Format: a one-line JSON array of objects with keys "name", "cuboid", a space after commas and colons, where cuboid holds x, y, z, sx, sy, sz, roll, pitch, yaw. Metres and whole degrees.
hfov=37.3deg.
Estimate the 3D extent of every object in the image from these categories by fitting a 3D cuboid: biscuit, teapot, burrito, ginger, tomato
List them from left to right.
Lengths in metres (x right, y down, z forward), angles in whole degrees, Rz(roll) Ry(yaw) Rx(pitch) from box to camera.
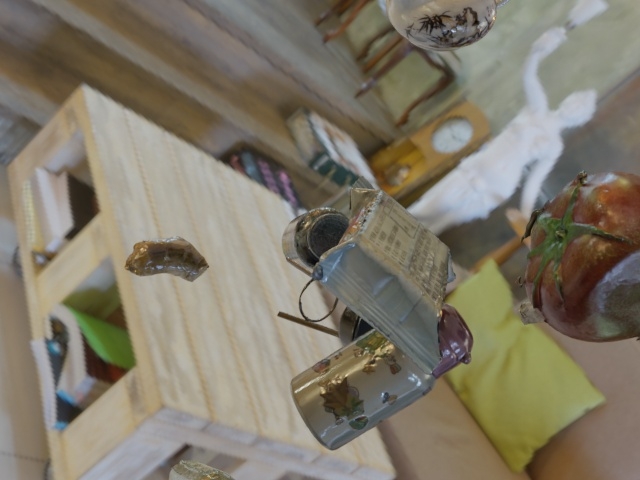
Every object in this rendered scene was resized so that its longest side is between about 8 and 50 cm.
[{"name": "ginger", "cuboid": [-0.319, 0.040, 1.993, 0.190, 0.095, 0.069, 1, 8, -33]}, {"name": "biscuit", "cuboid": [0.090, 0.031, 1.132, 0.186, 0.079, 0.309, 43, 18, -6]}, {"name": "teapot", "cuboid": [0.247, -0.463, 1.811, 0.208, 0.300, 0.166, 50, -22, 50]}, {"name": "burrito", "cuboid": [0.482, 0.163, 2.140, 0.171, 0.042, 0.051, 90, -15, -85]}, {"name": "tomato", "cuboid": [0.499, 0.034, 1.630, 0.239, 0.303, 0.303, 24, 27, -15]}]

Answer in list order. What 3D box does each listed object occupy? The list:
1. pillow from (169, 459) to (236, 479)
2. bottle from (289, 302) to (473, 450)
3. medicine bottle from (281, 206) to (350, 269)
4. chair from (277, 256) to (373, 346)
[{"name": "pillow", "cuboid": [-0.173, 0.504, 1.650, 0.255, 0.120, 0.322, 66, -20, 2]}, {"name": "bottle", "cuboid": [0.090, 0.176, 1.302, 0.120, 0.253, 0.120, 55, 7, -10]}, {"name": "medicine bottle", "cuboid": [0.000, 0.000, 2.089, 0.141, 0.141, 0.293, 47, -9, -5]}, {"name": "chair", "cuboid": [0.026, 0.104, 1.507, 0.095, 0.104, 0.221, -4, 19, -33]}]
